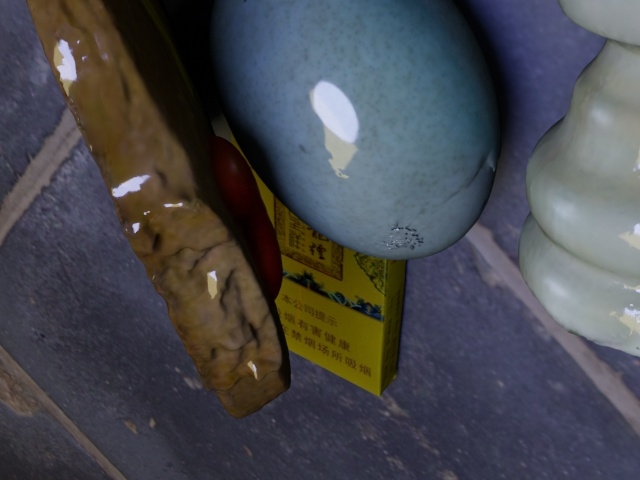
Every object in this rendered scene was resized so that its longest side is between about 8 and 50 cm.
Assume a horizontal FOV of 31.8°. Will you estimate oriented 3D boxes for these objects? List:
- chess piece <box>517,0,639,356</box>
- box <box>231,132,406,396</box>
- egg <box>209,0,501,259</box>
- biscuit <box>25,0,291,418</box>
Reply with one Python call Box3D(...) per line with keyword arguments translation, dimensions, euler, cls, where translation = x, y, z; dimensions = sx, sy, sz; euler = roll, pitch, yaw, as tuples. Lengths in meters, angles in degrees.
Box3D(translation=(0.196, -0.116, 0.592), dimensions=(0.182, 0.182, 0.330), euler=(15, 127, 31), cls="chess piece")
Box3D(translation=(0.000, 0.001, 0.952), dimensions=(0.153, 0.041, 0.279), euler=(25, 138, 25), cls="box")
Box3D(translation=(0.025, -0.096, 0.737), dimensions=(0.236, 0.169, 0.169), euler=(54, 140, -8), cls="egg")
Box3D(translation=(-0.106, -0.090, 0.758), dimensions=(0.394, 0.076, 0.368), euler=(-115, 3, -48), cls="biscuit")
